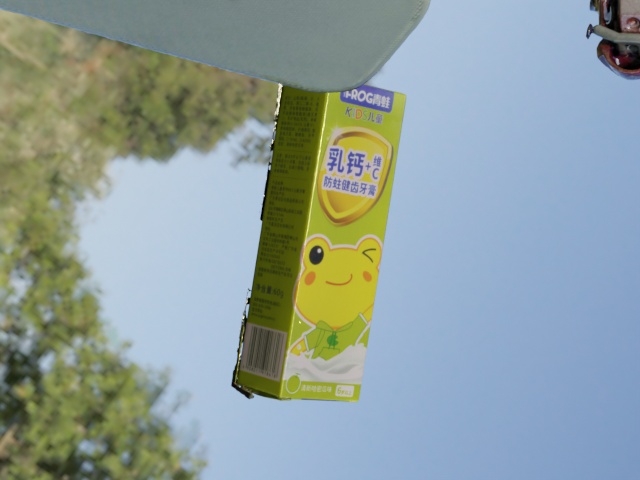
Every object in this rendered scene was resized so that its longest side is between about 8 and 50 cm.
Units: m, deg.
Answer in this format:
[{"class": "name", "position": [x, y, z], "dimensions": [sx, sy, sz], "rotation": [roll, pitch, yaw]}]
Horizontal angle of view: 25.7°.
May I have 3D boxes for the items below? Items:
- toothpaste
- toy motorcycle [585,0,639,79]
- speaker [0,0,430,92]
[{"class": "toothpaste", "position": [0.000, 0.000, 1.392], "dimensions": [0.077, 0.110, 0.327], "rotation": [10, -89, 50]}, {"class": "toy motorcycle", "position": [0.291, -0.238, 1.304], "dimensions": [0.122, 0.082, 0.213], "rotation": [-73, 160, -46]}, {"class": "speaker", "position": [-0.116, -0.279, 1.154], "dimensions": [0.183, 0.406, 0.184], "rotation": [-48, -143, 47]}]
